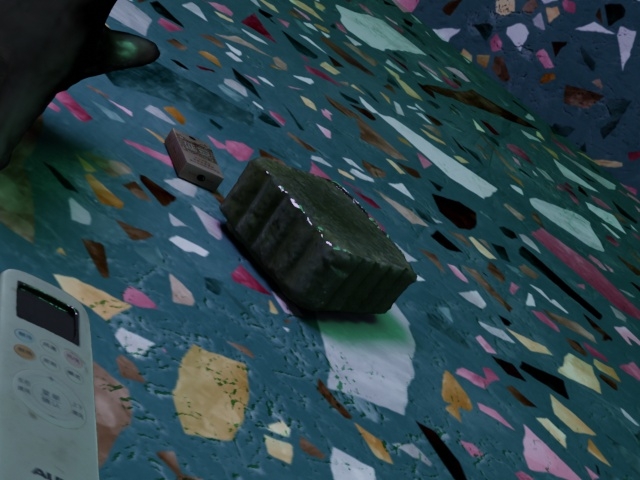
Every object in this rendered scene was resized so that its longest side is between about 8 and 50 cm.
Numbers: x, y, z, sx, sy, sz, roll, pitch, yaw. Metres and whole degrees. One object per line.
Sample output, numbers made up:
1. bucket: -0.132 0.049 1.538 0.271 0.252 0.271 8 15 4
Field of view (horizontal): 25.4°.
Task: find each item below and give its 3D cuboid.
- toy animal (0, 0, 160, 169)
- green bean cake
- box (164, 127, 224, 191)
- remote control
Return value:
1. toy animal: -0.244 -0.256 1.396 0.194 0.344 0.302 40 30 2
2. green bean cake: 0.000 0.000 1.585 0.183 0.094 0.185 47 22 29
3. box: -0.148 -0.095 1.661 0.053 0.024 0.083 23 25 -32
4. remote control: -0.209 0.118 1.052 0.090 0.038 0.309 28 21 -22
